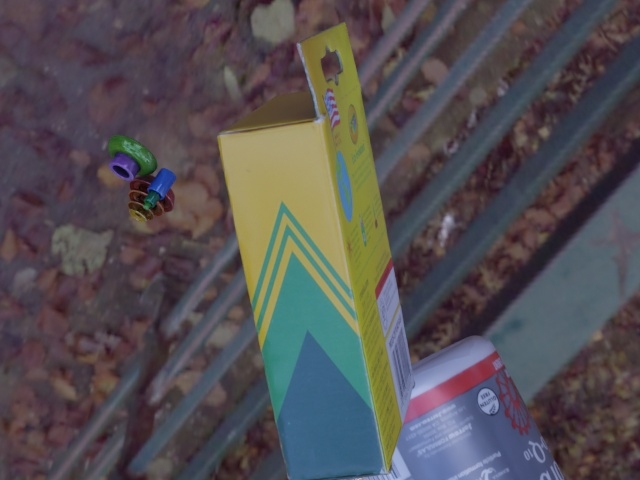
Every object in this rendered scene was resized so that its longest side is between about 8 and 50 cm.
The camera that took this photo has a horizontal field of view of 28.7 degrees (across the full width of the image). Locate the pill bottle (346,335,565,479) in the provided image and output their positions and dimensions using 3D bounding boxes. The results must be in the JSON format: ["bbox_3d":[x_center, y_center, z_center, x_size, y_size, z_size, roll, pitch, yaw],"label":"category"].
[{"bbox_3d":[0.161,0.299,1.278,0.210,0.210,0.363,-29,85,13],"label":"pill bottle"}]

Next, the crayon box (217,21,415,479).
[{"bbox_3d":[0.000,0.000,0.971,0.081,0.202,0.319,-8,101,12],"label":"crayon box"}]

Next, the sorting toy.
[{"bbox_3d":[-0.169,-0.050,1.166,0.061,0.042,0.102,12,149,32],"label":"sorting toy"}]
